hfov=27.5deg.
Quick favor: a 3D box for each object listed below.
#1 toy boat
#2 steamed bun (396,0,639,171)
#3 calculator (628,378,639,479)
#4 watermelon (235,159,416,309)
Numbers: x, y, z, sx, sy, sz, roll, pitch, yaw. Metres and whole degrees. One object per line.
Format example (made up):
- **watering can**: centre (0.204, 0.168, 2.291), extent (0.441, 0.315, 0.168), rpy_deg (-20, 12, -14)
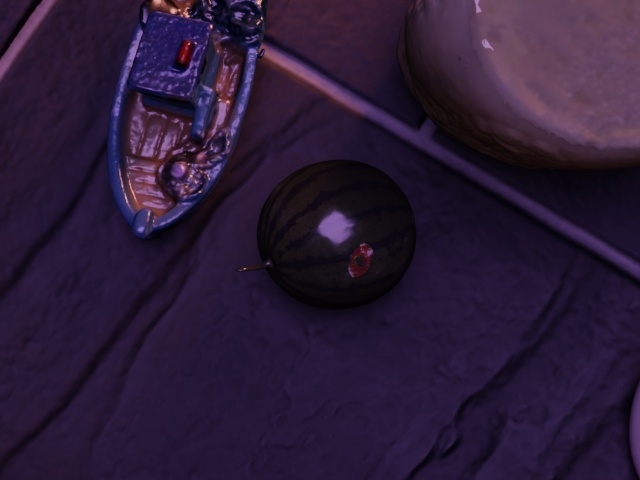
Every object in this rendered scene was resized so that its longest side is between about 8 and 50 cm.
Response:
- **toy boat**: centre (-0.097, -0.106, 0.928), extent (0.100, 0.097, 0.223), rpy_deg (12, 79, 6)
- **steamed bun**: centre (0.206, -0.152, 0.847), extent (0.272, 0.290, 0.274), rpy_deg (29, 99, 0)
- **calculator**: centre (0.354, 0.143, 0.861), extent (0.298, 0.041, 0.186), rpy_deg (9, 90, 22)
- **watermelon**: centre (0.000, 0.000, 0.899), extent (0.133, 0.105, 0.105), rpy_deg (-19, 79, -21)
